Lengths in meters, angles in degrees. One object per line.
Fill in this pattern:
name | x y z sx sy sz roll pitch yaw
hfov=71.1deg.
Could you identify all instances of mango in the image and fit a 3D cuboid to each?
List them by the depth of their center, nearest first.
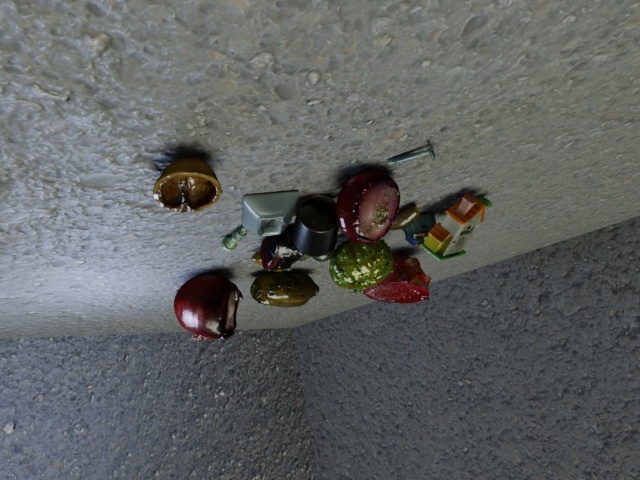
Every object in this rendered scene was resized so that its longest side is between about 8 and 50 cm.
mango | -0.215 0.082 1.947 0.102 0.085 0.184 -19 150 37

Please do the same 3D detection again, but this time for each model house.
model house | 0.416 -0.028 1.872 0.148 0.149 0.119 -7 163 -5

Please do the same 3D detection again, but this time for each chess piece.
chess piece | -0.310 -0.014 1.653 0.059 0.059 0.149 5 149 -39

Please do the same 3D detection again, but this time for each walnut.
walnut | -0.337 -0.154 1.148 0.167 0.087 0.211 7 154 -27

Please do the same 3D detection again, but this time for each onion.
onion | 0.144 -0.109 1.399 0.248 0.161 0.248 -30 144 -25
onion | -0.528 0.305 2.107 0.340 0.342 0.341 -10 162 -3

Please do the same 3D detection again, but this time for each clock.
clock | 0.545 -0.062 1.767 0.219 0.106 0.255 -8 131 -46

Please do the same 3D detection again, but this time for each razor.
razor | 0.263 -0.245 1.314 0.134 0.040 0.068 -13 162 22

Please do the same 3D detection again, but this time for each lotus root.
lotus root | -0.176 0.255 2.326 0.397 0.180 0.195 5 158 -38

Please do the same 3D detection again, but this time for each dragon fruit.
dragon fruit | 0.405 0.193 2.397 0.370 0.249 0.386 7 156 -5

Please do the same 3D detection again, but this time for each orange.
orange | 0.168 0.093 1.984 0.300 0.223 0.301 -31 152 21

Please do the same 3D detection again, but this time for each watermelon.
watermelon | 0.015 0.029 1.903 0.133 0.105 0.105 -46 167 -13

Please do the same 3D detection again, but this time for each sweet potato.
sweet potato | 0.301 -0.073 1.788 0.077 0.077 0.243 5 155 -41

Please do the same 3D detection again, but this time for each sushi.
sushi | -0.147 0.032 1.751 0.126 0.136 0.225 -4 154 -29

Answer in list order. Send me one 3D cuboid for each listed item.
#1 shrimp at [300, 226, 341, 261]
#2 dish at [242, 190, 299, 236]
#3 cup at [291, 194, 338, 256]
shrimp | 0.000 0.000 1.763 0.317 0.077 0.168 -33 -176 44
dish | -0.167 -0.075 1.501 0.181 0.080 0.243 -6 161 -13
cup | 0.006 -0.082 1.547 0.165 0.239 0.177 30 156 8
